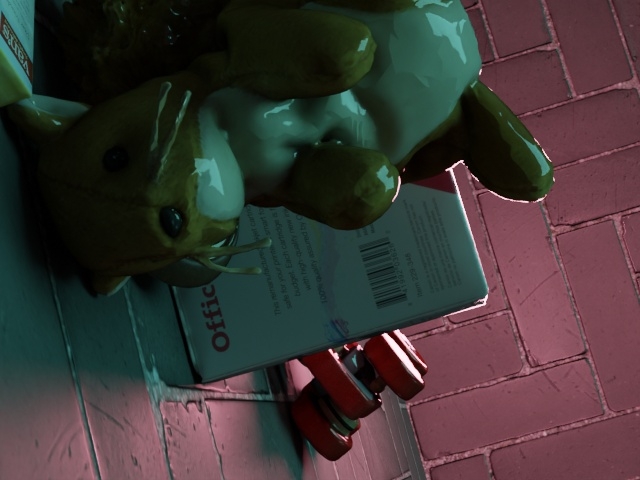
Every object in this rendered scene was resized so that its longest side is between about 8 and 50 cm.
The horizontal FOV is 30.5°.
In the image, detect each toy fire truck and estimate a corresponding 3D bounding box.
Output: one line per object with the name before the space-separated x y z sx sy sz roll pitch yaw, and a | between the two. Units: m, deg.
toy fire truck | 0.007 0.149 1.652 0.254 0.169 0.302 49 6 2

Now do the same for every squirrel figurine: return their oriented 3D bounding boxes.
squirrel figurine | -0.076 -0.115 0.992 0.397 0.370 0.281 36 -26 51

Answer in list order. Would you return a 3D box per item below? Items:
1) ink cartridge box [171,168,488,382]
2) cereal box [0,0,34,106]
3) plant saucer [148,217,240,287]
ink cartridge box | 0.000 0.000 1.232 0.131 0.306 0.226 36 39 -79
cereal box | -0.259 -0.232 0.833 0.173 0.047 0.240 66 11 -49
plant saucer | -0.132 -0.040 1.110 0.168 0.029 0.168 26 53 -41
